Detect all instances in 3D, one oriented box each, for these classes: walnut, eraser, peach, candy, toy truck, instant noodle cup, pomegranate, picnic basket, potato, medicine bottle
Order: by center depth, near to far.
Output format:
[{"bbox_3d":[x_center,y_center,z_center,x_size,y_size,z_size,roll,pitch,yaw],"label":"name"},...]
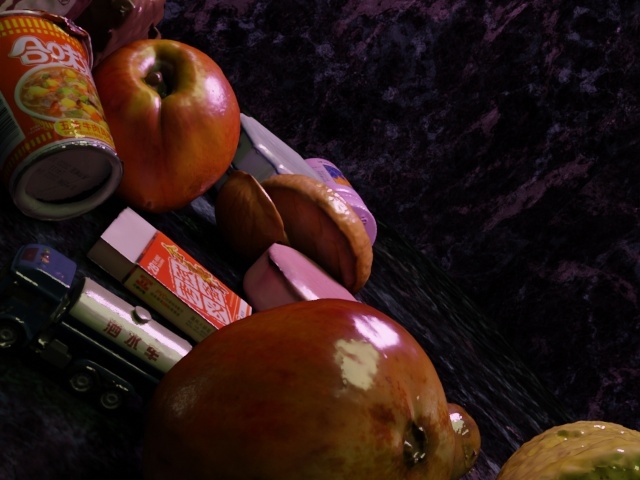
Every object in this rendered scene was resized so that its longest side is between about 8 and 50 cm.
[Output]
[{"bbox_3d":[-0.026,0.169,0.636,0.252,0.270,0.229,-32,108,-40],"label":"pomegranate"},{"bbox_3d":[-0.204,0.087,0.680,0.202,0.088,0.074,38,13,-22],"label":"toy truck"},{"bbox_3d":[-0.336,-0.144,0.915,0.193,0.193,0.212,25,28,-58],"label":"instant noodle cup"},{"bbox_3d":[-0.189,0.057,0.987,0.230,0.038,0.157,40,11,-12],"label":"eraser"},{"bbox_3d":[0.143,0.287,1.072,0.176,0.137,0.137,17,18,-15],"label":"potato"},{"bbox_3d":[-0.243,-0.163,1.137,0.238,0.280,0.281,5,20,-10],"label":"peach"},{"bbox_3d":[-0.021,0.109,1.240,0.255,0.094,0.255,41,10,-9],"label":"candy"},{"bbox_3d":[-0.409,-0.384,1.257,0.254,0.291,0.321,39,23,-15],"label":"picnic basket"},{"bbox_3d":[-0.134,-0.026,1.328,0.167,0.087,0.211,41,-20,32],"label":"walnut"},{"bbox_3d":[0.015,-0.076,1.882,0.178,0.178,0.290,36,11,-31],"label":"medicine bottle"}]

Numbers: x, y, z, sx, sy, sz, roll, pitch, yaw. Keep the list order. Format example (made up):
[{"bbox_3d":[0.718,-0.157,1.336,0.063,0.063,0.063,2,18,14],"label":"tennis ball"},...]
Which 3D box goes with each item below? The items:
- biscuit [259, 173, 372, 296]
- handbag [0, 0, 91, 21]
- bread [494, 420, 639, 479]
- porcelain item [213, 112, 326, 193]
[{"bbox_3d":[0.001,-0.001,1.383,0.213,0.091,0.274,7,-54,40],"label":"biscuit"},{"bbox_3d":[-0.461,-0.319,1.017,0.213,0.235,0.127,38,-11,-6],"label":"handbag"},{"bbox_3d":[0.330,0.368,0.826,0.348,0.348,0.308,44,8,5],"label":"bread"},{"bbox_3d":[-0.115,-0.127,1.666,0.286,0.157,0.281,36,14,-36],"label":"porcelain item"}]
